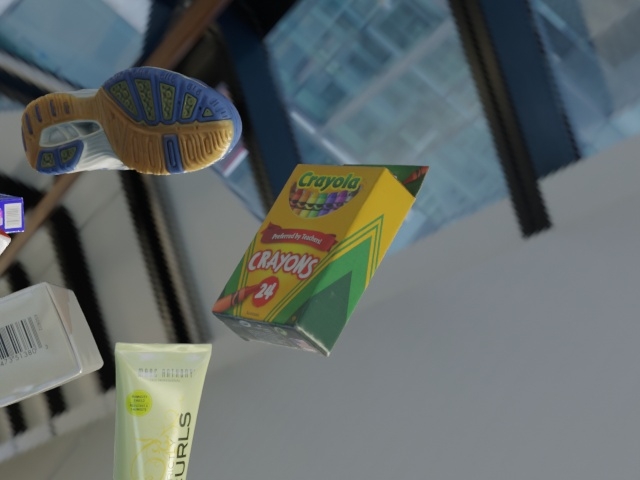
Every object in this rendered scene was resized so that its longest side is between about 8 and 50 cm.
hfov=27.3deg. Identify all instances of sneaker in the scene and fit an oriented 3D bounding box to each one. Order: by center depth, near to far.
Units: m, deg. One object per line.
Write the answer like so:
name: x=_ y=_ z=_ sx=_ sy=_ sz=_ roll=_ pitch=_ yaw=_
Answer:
sneaker: x=-0.183 y=-0.128 z=1.408 sx=0.296 sy=0.111 sz=0.131 roll=3 pitch=-171 yaw=38

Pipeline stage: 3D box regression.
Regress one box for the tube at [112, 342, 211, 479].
tube: x=-0.159 y=0.211 z=1.223 sx=0.070 sy=0.062 sz=0.240 roll=-10 pitch=110 yaw=-65

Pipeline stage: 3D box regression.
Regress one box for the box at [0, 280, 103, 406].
box: x=-0.376 y=0.137 z=1.690 sx=0.148 sy=0.121 sz=0.311 roll=-22 pitch=178 yaw=-7

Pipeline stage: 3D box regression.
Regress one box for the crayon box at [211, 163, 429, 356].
crayon box: x=0.000 y=0.000 z=1.878 sx=0.202 sy=0.081 sz=0.318 roll=5 pitch=-121 yaw=51

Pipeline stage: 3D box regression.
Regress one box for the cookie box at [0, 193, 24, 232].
cookie box: x=-0.392 y=-0.031 z=1.448 sx=0.092 sy=0.040 sz=0.107 roll=-8 pitch=-167 yaw=-43

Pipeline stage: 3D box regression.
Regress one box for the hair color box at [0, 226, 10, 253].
hair color box: x=-0.286 y=-0.001 z=0.808 sx=0.093 sy=0.167 sz=0.053 roll=-52 pitch=-128 yaw=7
